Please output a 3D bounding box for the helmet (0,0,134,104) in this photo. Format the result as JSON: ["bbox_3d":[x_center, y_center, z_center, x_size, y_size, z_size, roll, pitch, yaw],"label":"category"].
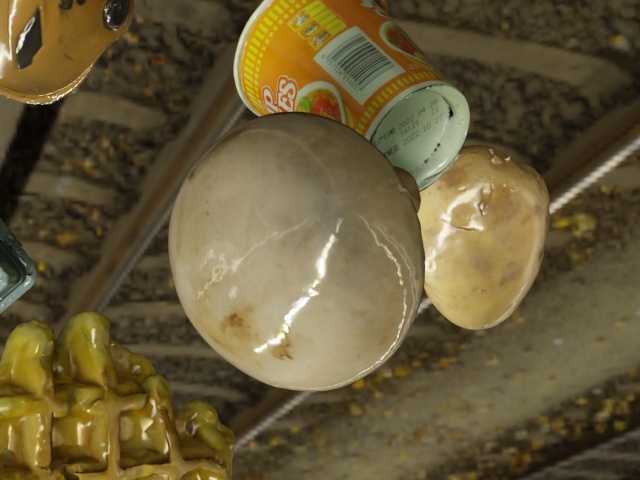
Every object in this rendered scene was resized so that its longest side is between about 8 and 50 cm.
[{"bbox_3d":[-0.283,-0.251,1.149,0.198,0.224,0.130,13,175,27],"label":"helmet"}]

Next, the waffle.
[{"bbox_3d":[-0.216,0.275,1.035,0.095,0.382,0.380,4,142,49],"label":"waffle"}]

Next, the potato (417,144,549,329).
[{"bbox_3d":[0.168,-0.008,1.288,0.161,0.128,0.235,-26,133,8],"label":"potato"}]

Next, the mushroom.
[{"bbox_3d":[0.000,0.000,0.923,0.207,0.207,0.215,-25,-179,39],"label":"mushroom"}]

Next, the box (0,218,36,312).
[{"bbox_3d":[-0.480,0.055,1.507,0.227,0.162,0.130,-39,-175,0],"label":"box"}]

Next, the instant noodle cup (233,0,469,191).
[{"bbox_3d":[0.037,-0.135,1.117,0.168,0.185,0.168,-23,137,-24],"label":"instant noodle cup"}]
